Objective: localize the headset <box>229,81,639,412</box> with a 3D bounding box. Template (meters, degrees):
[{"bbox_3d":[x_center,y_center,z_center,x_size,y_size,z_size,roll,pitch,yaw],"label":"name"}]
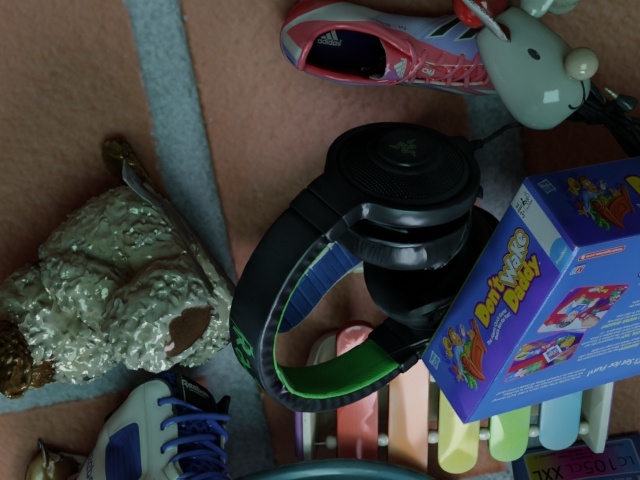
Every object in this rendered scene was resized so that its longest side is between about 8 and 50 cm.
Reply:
[{"bbox_3d":[0.106,0.003,1.324,0.394,0.185,0.243,-43,144,-9],"label":"headset"}]

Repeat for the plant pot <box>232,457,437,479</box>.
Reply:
[{"bbox_3d":[0.012,0.443,1.487,0.341,0.334,0.341,-6,137,-6],"label":"plant pot"}]

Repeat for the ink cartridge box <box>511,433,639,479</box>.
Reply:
[{"bbox_3d":[0.302,0.417,1.512,0.151,0.395,0.270,-12,120,1],"label":"ink cartridge box"}]

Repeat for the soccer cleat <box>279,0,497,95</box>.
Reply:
[{"bbox_3d":[0.087,-0.159,1.329,0.248,0.095,0.083,7,119,-9],"label":"soccer cleat"}]

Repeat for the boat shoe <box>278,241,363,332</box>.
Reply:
[{"bbox_3d":[0.000,0.000,1.423,0.183,0.066,0.066,-42,142,-11],"label":"boat shoe"}]

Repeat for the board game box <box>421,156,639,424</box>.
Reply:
[{"bbox_3d":[0.282,0.027,1.344,0.347,0.078,0.233,-11,144,-33],"label":"board game box"}]

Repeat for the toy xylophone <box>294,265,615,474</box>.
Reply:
[{"bbox_3d":[0.124,0.126,1.508,0.322,0.081,0.236,-10,120,0],"label":"toy xylophone"}]

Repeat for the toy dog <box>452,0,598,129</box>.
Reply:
[{"bbox_3d":[0.130,-0.255,1.187,0.333,0.220,0.161,36,151,-23],"label":"toy dog"}]

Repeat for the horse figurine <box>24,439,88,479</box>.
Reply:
[{"bbox_3d":[-0.256,0.342,1.606,0.174,0.066,0.263,17,114,-23],"label":"horse figurine"}]

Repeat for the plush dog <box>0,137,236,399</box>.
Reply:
[{"bbox_3d":[-0.213,0.052,1.375,0.225,0.262,0.210,-34,85,3],"label":"plush dog"}]

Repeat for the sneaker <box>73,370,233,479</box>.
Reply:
[{"bbox_3d":[-0.130,0.220,1.418,0.127,0.315,0.182,21,87,-40],"label":"sneaker"}]
